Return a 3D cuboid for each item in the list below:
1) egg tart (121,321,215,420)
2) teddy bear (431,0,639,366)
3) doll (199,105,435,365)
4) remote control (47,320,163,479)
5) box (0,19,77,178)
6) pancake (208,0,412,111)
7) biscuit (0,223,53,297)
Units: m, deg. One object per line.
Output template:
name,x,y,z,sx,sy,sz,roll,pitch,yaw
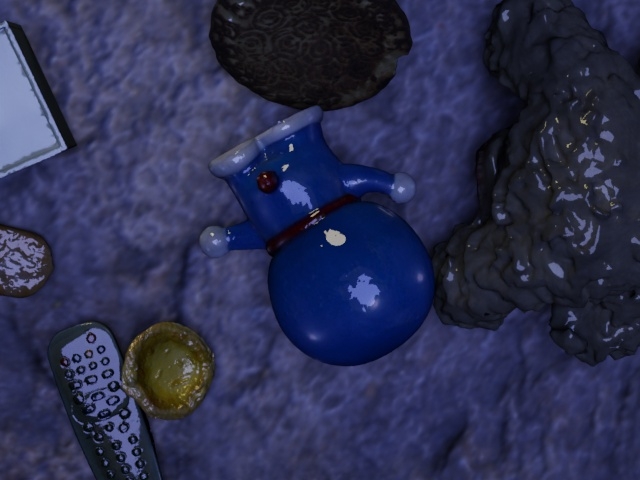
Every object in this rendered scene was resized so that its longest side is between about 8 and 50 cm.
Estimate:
egg tart,-0.157,0.131,1.095,0.105,0.039,0.105,0,91,-33
teddy bear,0.322,-0.049,1.074,0.367,0.224,0.357,8,96,-22
doll,0.000,0.000,1.060,0.215,0.161,0.257,-29,84,12
remote control,-0.213,0.189,1.107,0.072,0.042,0.222,-19,99,-5
box,-0.365,-0.103,1.026,0.225,0.086,0.129,-24,99,-2
pancake,-0.009,-0.188,1.018,0.199,0.199,0.021,4,57,-7
biscuit,-0.340,0.015,1.080,0.147,0.018,0.071,13,94,-7
